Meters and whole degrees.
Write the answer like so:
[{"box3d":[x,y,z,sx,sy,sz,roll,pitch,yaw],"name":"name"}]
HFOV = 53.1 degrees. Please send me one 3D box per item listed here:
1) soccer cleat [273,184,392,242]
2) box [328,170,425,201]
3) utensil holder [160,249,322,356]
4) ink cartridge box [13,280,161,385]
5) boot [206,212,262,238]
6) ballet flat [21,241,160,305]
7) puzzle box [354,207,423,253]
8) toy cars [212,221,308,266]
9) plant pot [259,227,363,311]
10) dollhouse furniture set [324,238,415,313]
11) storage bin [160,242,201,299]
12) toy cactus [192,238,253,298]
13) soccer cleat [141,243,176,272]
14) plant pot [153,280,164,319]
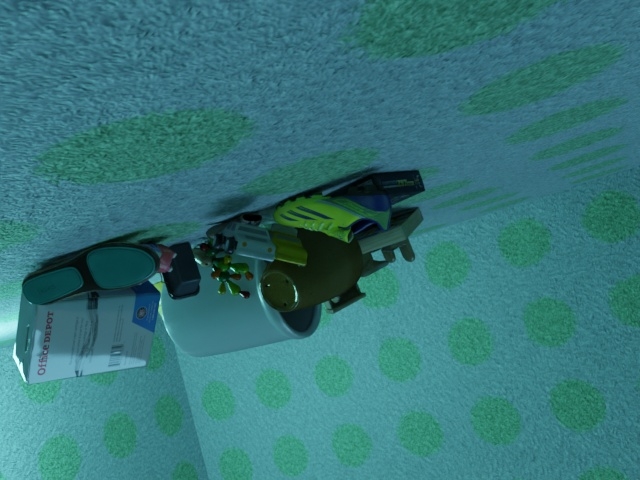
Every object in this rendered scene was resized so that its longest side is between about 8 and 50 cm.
[{"box3d":[0.020,-0.050,1.426,0.289,0.121,0.093,-8,-179,27],"name":"soccer cleat"},{"box3d":[0.108,-0.101,1.558,0.184,0.059,0.233,-9,170,-45],"name":"box"},{"box3d":[-0.240,0.171,1.953,0.386,0.327,0.328,-15,175,24],"name":"utensil holder"},{"box3d":[-0.582,0.213,1.603,0.308,0.223,0.129,-1,-155,-41],"name":"ink cartridge box"},{"box3d":[-0.195,-0.037,1.480,0.119,0.042,0.087,-13,167,-37],"name":"boot"},{"box3d":[-0.488,0.058,1.389,0.316,0.107,0.106,-11,-165,6],"name":"ballet flat"},{"box3d":[0.147,-0.003,2.283,0.409,0.052,0.272,-19,-172,25],"name":"puzzle box"},{"box3d":[-0.124,-0.001,1.433,0.177,0.087,0.394,13,179,17],"name":"toy cars"},{"box3d":[-0.046,0.083,1.714,0.237,0.237,0.254,-20,-172,35],"name":"plant pot"},{"box3d":[0.129,0.143,2.486,0.362,0.256,0.394,-26,-171,-25],"name":"dollhouse furniture set"},{"box3d":[-0.362,0.073,1.647,0.098,0.135,0.091,-12,162,-28],"name":"storage bin"},{"box3d":[-0.279,0.067,1.707,0.181,0.112,0.219,18,151,32],"name":"toy cactus"},{"box3d":[-0.439,0.051,1.535,0.095,0.083,0.248,28,153,-34],"name":"soccer cleat"},{"box3d":[-0.501,0.260,2.431,0.254,0.238,0.254,-15,174,-1],"name":"plant pot"}]
